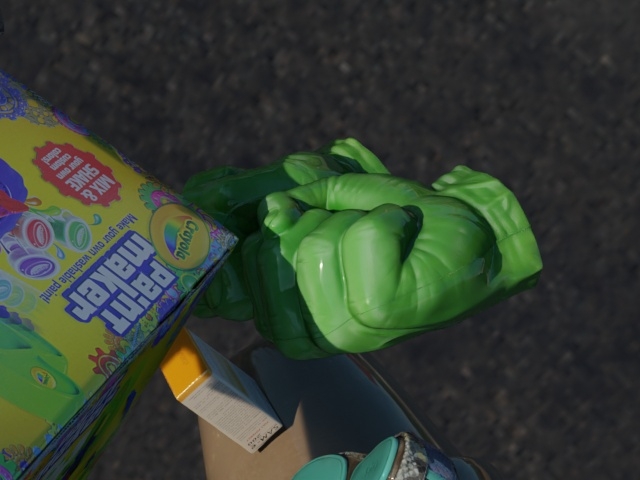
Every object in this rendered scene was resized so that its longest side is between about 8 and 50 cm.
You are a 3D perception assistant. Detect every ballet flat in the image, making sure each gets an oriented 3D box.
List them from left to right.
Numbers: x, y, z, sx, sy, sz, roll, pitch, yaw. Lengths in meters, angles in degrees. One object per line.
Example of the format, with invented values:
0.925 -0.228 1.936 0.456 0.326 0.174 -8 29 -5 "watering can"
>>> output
0.020 0.096 0.709 0.041 0.114 0.041 5 75 -20 "ballet flat"

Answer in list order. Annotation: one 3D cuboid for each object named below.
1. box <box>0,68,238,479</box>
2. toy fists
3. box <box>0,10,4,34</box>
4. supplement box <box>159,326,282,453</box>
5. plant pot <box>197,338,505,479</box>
-0.219 0.103 0.977 0.177 0.279 0.290 35 28 2 "box"
0.000 0.000 1.147 0.142 0.279 0.096 -25 110 -21 "toy fists"
-0.415 -0.257 1.289 0.179 0.343 0.312 -21 102 -60 "box"
-0.081 0.117 1.529 0.098 0.036 0.062 41 8 -40 "supplement box"
0.010 0.199 1.622 0.263 0.263 0.229 -5 55 -34 "plant pot"
